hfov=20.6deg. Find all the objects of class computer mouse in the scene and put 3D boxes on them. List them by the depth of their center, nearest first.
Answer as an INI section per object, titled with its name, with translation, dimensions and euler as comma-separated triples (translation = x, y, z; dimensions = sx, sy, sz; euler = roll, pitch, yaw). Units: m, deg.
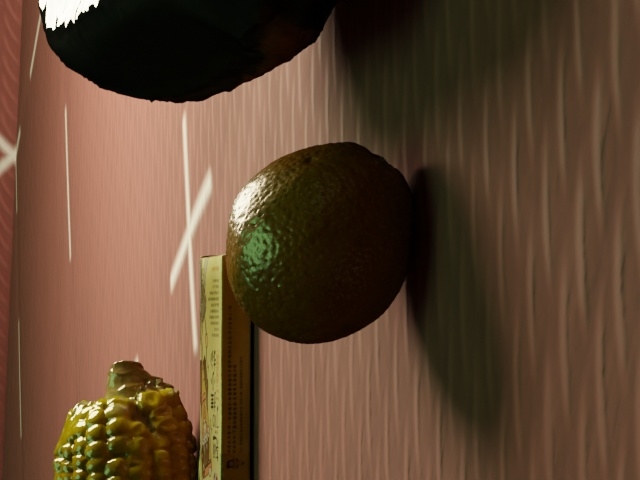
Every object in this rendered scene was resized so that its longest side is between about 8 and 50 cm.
[computer mouse]
translation = -0.043, -0.160, 0.787
dimensions = 0.323, 0.116, 0.183
euler = 171, 102, -68

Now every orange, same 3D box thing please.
[orange]
translation = 0.000, 0.000, 0.695
dimensions = 0.085, 0.085, 0.085
euler = -179, 90, -76

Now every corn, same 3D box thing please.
[corn]
translation = -0.119, 0.206, 1.121
dimensions = 0.097, 0.097, 0.262
euler = 129, 139, -68

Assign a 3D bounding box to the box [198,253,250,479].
[box]
translation = -0.056, 0.082, 1.019
dimensions = 0.073, 0.020, 0.149
euler = 168, 102, -75
